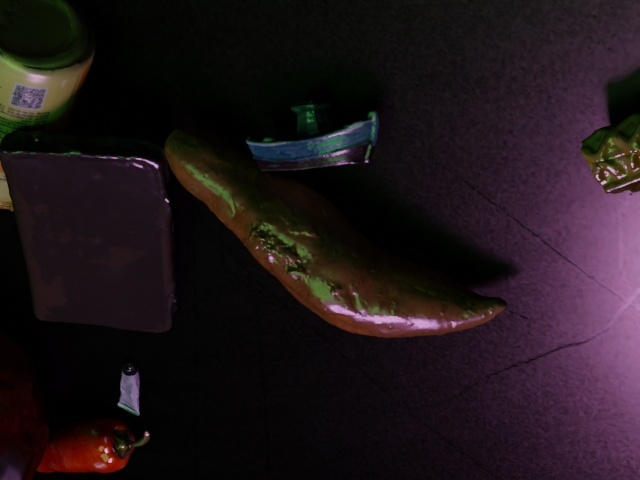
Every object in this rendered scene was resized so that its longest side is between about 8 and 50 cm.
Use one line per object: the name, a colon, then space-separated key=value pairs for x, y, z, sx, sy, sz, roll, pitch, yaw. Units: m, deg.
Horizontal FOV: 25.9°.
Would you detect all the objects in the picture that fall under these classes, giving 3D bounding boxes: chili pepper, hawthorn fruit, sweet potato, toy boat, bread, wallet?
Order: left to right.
hawthorn fruit: x=-0.483 y=0.238 z=1.684 sx=0.308 sy=0.308 sz=0.325 roll=36 pitch=125 yaw=2
chili pepper: x=-0.300 y=0.263 z=1.754 sx=0.272 sy=0.063 sz=0.071 roll=-17 pitch=103 yaw=45
wallet: x=-0.231 y=-0.003 z=1.427 sx=0.165 sy=0.042 sz=0.310 roll=3 pitch=144 yaw=-1
toy boat: x=-0.005 y=-0.096 z=1.251 sx=0.137 sy=0.060 sz=0.061 roll=-1 pitch=99 yaw=37
sweet potato: x=-0.003 y=0.013 z=1.310 sx=0.354 sy=0.095 sz=0.106 roll=30 pitch=120 yaw=6
bread: x=0.267 y=-0.076 z=1.086 sx=0.110 sy=0.060 sz=0.066 roll=-24 pitch=124 yaw=41

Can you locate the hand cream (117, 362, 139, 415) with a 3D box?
hand cream: x=-0.227 y=0.176 z=1.664 sx=0.030 sy=0.019 sz=0.093 roll=25 pitch=143 yaw=11

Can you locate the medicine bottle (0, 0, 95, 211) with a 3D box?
medicine bottle: x=-0.304 y=-0.132 z=1.374 sx=0.124 sy=0.124 sz=0.239 roll=35 pitch=138 yaw=3
